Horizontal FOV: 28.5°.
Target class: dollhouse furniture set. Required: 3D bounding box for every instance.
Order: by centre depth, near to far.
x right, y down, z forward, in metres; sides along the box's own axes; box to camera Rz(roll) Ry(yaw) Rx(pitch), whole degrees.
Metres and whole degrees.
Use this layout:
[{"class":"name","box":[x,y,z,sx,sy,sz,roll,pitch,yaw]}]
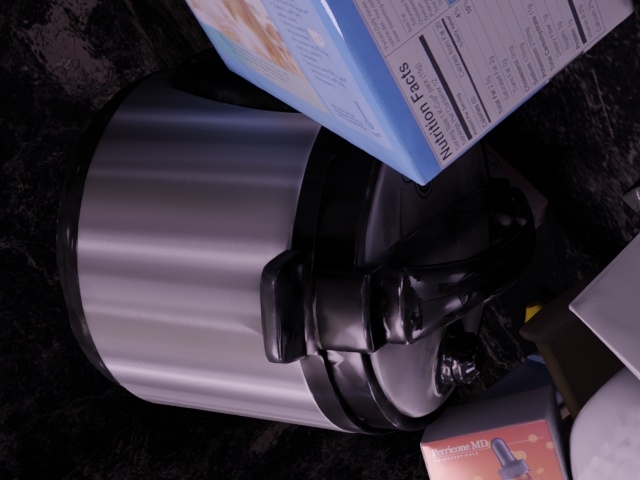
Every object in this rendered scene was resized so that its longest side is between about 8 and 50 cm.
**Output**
[{"class":"dollhouse furniture set","box":[0.231,0.154,1.471,0.198,0.286,0.303,62,164,-17]}]

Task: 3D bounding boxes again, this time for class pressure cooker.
[{"class":"pressure cooker","box":[0.001,0.005,1.272,0.420,0.370,0.375,5,150,28]}]

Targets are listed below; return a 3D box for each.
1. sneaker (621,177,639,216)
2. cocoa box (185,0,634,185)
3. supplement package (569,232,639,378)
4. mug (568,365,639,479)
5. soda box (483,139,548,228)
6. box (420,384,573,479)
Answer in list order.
[{"class":"sneaker","box":[0.314,-0.022,1.095,0.089,0.051,0.170,50,175,1]},{"class":"cocoa box","box":[0.029,-0.241,1.011,0.347,0.228,0.231,37,164,53]},{"class":"supplement package","box":[0.334,0.092,0.963,0.194,0.149,0.203,49,-173,38]},{"class":"mug","box":[0.419,0.267,1.185,0.374,0.276,0.328,13,-146,-52]},{"class":"soda box","box":[0.177,-0.077,1.454,0.183,0.063,0.058,46,170,21]},{"class":"box","box":[0.187,0.247,1.250,0.091,0.130,0.171,-49,-57,-70]}]
